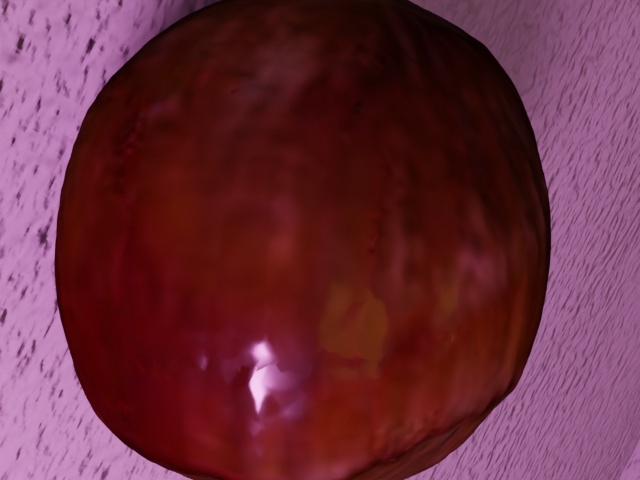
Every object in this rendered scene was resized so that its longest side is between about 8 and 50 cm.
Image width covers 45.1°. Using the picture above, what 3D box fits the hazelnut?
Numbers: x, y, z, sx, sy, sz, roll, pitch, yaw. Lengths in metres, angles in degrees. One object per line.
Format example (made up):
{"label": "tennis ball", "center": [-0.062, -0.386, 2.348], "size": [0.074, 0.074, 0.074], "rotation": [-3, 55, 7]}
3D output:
{"label": "hazelnut", "center": [0.000, 0.000, 0.615], "size": [0.421, 0.353, 0.421], "rotation": [-4, 98, -29]}
